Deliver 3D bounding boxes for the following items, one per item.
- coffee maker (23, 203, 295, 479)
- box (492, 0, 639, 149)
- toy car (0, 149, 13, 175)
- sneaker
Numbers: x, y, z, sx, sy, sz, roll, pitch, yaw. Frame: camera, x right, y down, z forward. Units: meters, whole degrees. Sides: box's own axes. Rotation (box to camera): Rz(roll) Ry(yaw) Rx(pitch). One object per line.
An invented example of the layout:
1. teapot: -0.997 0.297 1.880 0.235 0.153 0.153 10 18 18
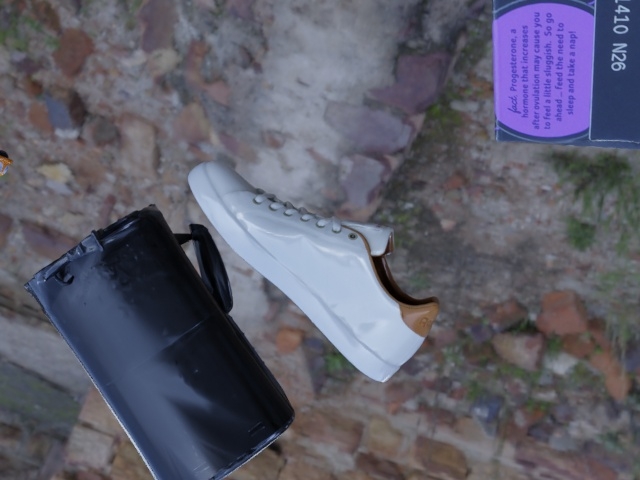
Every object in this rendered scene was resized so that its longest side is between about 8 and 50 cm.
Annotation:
1. coffee maker: -0.110 0.079 0.611 0.120 0.171 0.178 -33 95 13
2. box: 0.184 -0.187 0.502 0.143 0.270 0.165 5 132 18
3. toy car: -0.267 -0.054 0.729 0.060 0.041 0.122 17 177 -1
4. sneaker: 0.000 0.000 0.927 0.290 0.123 0.106 43 -167 4
